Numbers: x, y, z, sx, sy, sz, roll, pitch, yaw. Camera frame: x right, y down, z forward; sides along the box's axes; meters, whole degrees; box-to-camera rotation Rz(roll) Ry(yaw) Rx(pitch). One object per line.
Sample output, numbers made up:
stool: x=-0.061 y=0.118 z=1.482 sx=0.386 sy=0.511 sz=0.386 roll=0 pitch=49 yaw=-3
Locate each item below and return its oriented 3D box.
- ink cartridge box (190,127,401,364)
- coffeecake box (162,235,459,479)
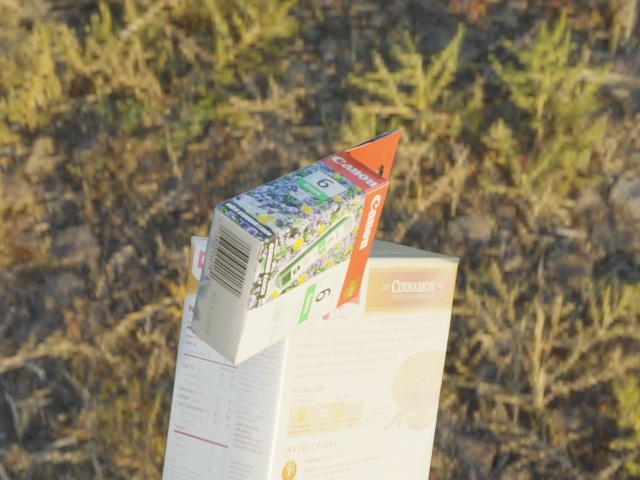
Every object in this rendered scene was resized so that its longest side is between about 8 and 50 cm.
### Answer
ink cartridge box: x=0.000 y=0.000 z=0.639 sx=0.029 sy=0.062 sz=0.115 roll=35 pitch=40 yaw=27
coffeecake box: x=-0.006 y=0.093 z=0.771 sx=0.068 sy=0.185 sz=0.142 roll=11 pitch=6 yaw=36
